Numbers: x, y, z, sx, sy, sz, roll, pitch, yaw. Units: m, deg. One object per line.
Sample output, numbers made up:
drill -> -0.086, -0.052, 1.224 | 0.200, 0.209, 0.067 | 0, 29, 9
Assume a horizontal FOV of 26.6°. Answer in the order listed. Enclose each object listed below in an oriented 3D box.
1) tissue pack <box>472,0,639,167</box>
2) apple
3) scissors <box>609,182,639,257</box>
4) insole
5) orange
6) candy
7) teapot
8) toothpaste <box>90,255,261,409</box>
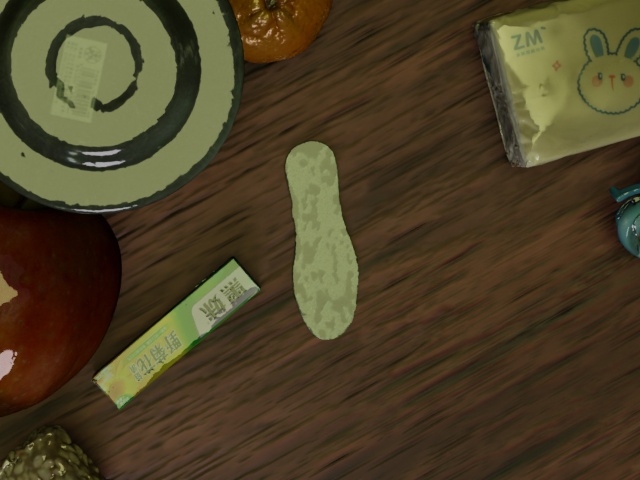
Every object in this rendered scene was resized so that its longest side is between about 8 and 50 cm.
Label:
tissue pack -> 0.258, -0.163, 1.284 | 0.196, 0.092, 0.148 | -16, 96, -3
apple -> -0.293, 0.047, 1.187 | 0.229, 0.230, 0.230 | 0, 94, -5
scissors -> 0.464, -0.073, 1.310 | 0.392, 0.032, 0.180 | -10, 127, -12
insole -> 0.000, 0.000, 1.313 | 0.065, 0.006, 0.193 | -8, 94, -4
orange -> -0.053, -0.230, 1.240 | 0.135, 0.117, 0.136 | 0, 90, -11
candy -> -0.249, 0.231, 1.268 | 0.110, 0.085, 0.095 | 45, 95, 4
teapot -> -0.229, -0.170, 1.167 | 0.321, 0.239, 0.239 | 33, 89, -11
toothpaste -> -0.138, 0.087, 1.291 | 0.178, 0.037, 0.043 | -40, 95, -1
